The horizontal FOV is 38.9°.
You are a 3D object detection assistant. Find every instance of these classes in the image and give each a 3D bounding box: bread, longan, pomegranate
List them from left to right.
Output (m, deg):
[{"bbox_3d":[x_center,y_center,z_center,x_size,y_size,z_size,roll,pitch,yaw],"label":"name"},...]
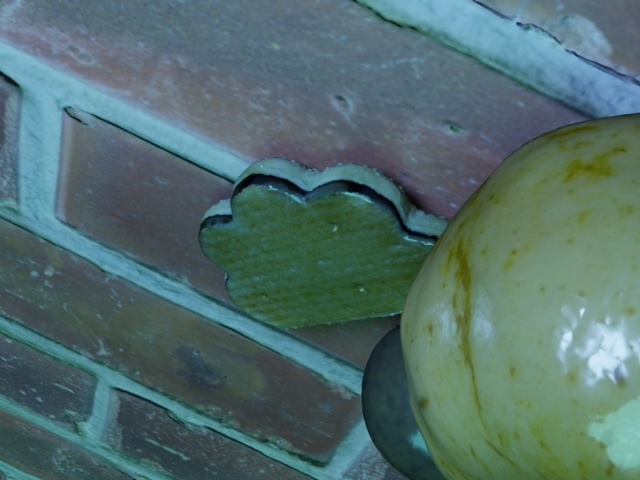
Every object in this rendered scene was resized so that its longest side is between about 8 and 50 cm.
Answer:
[{"bbox_3d":[0.000,0.000,0.846,0.287,0.056,0.207,-10,132,35],"label":"bread"},{"bbox_3d":[0.127,0.158,0.864,0.187,0.167,0.167,30,140,2],"label":"longan"},{"bbox_3d":[0.210,0.093,0.622,0.343,0.342,0.342,15,139,13],"label":"pomegranate"}]
